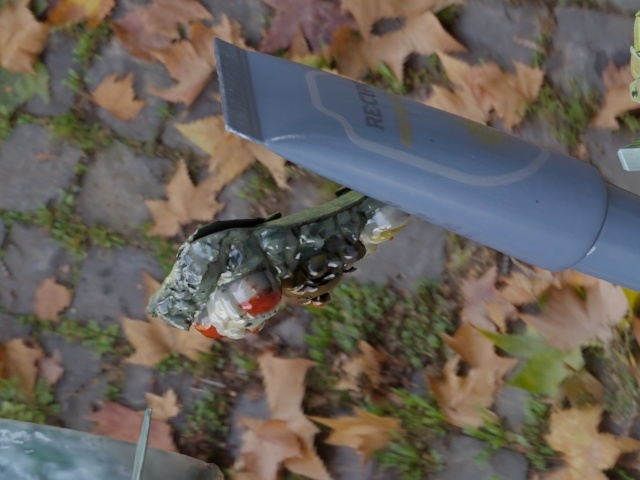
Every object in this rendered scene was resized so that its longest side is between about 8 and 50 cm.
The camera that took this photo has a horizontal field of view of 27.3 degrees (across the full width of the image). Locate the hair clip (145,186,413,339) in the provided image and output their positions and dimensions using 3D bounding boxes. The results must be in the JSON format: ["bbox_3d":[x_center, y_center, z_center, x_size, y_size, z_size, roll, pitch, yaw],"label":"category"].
[{"bbox_3d":[0.002,0.001,1.099,0.321,0.138,0.091,-30,78,-36],"label":"hair clip"}]

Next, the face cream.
[{"bbox_3d":[0.101,-0.048,0.956,0.086,0.385,0.136,-59,23,27],"label":"face cream"}]

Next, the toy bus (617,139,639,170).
[{"bbox_3d":[0.329,-0.087,1.316,0.037,0.083,0.031,-22,95,-5],"label":"toy bus"}]

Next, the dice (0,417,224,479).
[{"bbox_3d":[-0.294,0.384,1.475,0.348,0.330,0.328,7,76,12],"label":"dice"}]

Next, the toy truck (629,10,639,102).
[{"bbox_3d":[0.455,-0.216,1.720,0.085,0.116,0.191,0,84,-19],"label":"toy truck"}]

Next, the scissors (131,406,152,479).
[{"bbox_3d":[-0.141,0.216,0.925,0.017,0.248,0.144,21,113,-14],"label":"scissors"}]
